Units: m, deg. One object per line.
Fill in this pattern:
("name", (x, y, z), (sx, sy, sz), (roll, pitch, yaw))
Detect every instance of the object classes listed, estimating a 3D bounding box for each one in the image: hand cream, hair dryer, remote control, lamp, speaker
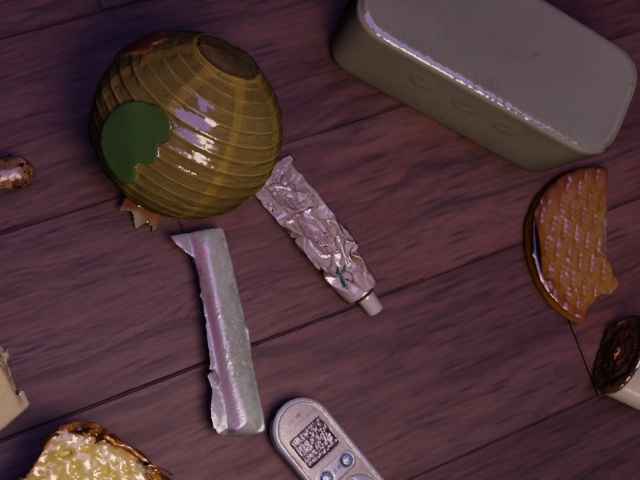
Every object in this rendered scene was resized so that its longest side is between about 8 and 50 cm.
("hand cream", (0.001, -0.001, 1.555), (0.084, 0.050, 0.257), (-36, 89, -17))
("hair dryer", (0.549, 0.099, 1.677), (0.203, 0.128, 0.362), (25, 66, -11))
("remote control", (0.023, 0.313, 1.504), (0.087, 0.047, 0.244), (-39, 94, -16))
("lamp", (-0.179, -0.127, 1.440), (0.250, 0.284, 0.250), (23, 31, -15))
("speaker", (0.221, -0.255, 1.592), (0.406, 0.184, 0.183), (28, 73, -11))

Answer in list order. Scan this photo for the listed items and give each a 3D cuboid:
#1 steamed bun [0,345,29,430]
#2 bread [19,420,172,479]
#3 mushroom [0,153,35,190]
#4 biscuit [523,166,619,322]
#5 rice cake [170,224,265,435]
("steamed bun", (-0.468, 0.136, 1.298), (0.200, 0.225, 0.170), (-34, 50, -30))
("bread", (-0.240, 0.337, 1.372), (0.261, 0.147, 0.160), (34, 81, -5))
("mushroom", (-0.465, -0.087, 1.397), (0.218, 0.148, 0.226), (21, 80, -29))
("biscuit", (0.385, -0.004, 1.680), (0.176, 0.031, 0.228), (39, 70, -8))
("rice cake", (-0.135, 0.119, 1.487), (0.081, 0.051, 0.290), (-10, 82, -28))
